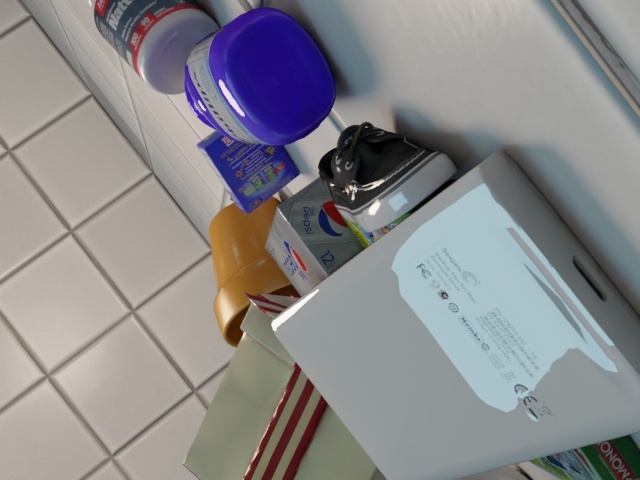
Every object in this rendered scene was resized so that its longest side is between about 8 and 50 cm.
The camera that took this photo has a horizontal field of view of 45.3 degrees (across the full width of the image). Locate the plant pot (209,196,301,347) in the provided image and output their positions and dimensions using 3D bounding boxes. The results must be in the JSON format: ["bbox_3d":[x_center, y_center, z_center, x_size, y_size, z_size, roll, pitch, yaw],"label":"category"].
[{"bbox_3d":[-0.086,0.039,1.211,0.205,0.205,0.188,74,172,-62],"label":"plant pot"}]

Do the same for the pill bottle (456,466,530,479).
[{"bbox_3d":[0.259,0.440,1.118,0.153,0.153,0.265,44,167,37],"label":"pill bottle"}]

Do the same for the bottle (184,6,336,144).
[{"bbox_3d":[-0.078,-0.155,0.763,0.118,0.092,0.283,55,169,-18],"label":"bottle"}]

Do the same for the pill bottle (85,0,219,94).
[{"bbox_3d":[-0.208,-0.265,0.911,0.180,0.108,0.108,46,167,28],"label":"pill bottle"}]

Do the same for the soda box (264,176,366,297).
[{"bbox_3d":[0.000,0.000,0.942,0.098,0.091,0.286,53,169,4],"label":"soda box"}]

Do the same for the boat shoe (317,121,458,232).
[{"bbox_3d":[0.042,-0.061,0.636,0.076,0.080,0.228,52,177,-8],"label":"boat shoe"}]

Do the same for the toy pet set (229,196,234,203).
[{"bbox_3d":[-0.108,-0.051,1.375,0.114,0.065,0.122,19,-177,-18],"label":"toy pet set"}]

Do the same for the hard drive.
[{"bbox_3d":[0.096,0.087,0.601,0.203,0.040,0.307,52,142,2],"label":"hard drive"}]

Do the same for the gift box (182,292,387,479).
[{"bbox_3d":[0.009,0.191,0.890,0.276,0.258,0.255,30,-172,27],"label":"gift box"}]

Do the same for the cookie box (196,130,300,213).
[{"bbox_3d":[-0.093,-0.105,0.992,0.107,0.092,0.040,58,164,-25],"label":"cookie box"}]

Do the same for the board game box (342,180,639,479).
[{"bbox_3d":[0.154,0.091,0.718,0.317,0.046,0.213,54,168,-9],"label":"board game box"}]
